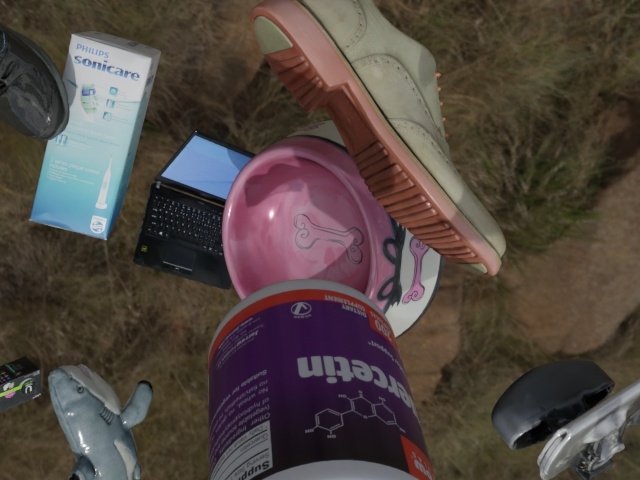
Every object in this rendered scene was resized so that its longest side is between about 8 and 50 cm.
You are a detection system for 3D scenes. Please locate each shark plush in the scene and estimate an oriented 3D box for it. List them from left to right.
[{"bbox_3d":[-0.177,0.174,0.638,0.067,0.073,0.161,6,87,-72],"label":"shark plush"}]

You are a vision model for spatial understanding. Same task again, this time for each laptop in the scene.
[{"bbox_3d":[-0.218,-0.053,1.707,0.234,0.136,0.264,20,77,-36],"label":"laptop"}]

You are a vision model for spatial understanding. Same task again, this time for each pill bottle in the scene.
[{"bbox_3d":[-0.001,0.187,0.692,0.181,0.323,0.181,-4,124,-6],"label":"pill bottle"}]

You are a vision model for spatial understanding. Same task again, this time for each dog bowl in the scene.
[{"bbox_3d":[0.000,0.000,1.443,0.150,0.408,0.408,-15,122,-50],"label":"dog bowl"}]

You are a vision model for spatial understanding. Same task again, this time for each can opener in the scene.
[{"bbox_3d":[0.257,0.083,0.631,0.283,0.095,0.076,-27,143,-19],"label":"can opener"}]

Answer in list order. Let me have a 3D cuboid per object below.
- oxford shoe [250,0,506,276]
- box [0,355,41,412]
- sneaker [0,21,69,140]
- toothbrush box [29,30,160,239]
[{"bbox_3d":[0.099,-0.135,0.940,0.146,0.140,0.397,-42,103,-16],"label":"oxford shoe"},{"bbox_3d":[-0.550,0.257,1.513,0.083,0.052,0.062,-23,130,-43],"label":"box"},{"bbox_3d":[-0.474,-0.254,1.118,0.125,0.140,0.341,-23,121,23],"label":"sneaker"},{"bbox_3d":[-0.357,-0.178,1.368,0.126,0.216,0.295,16,104,-10],"label":"toothbrush box"}]
